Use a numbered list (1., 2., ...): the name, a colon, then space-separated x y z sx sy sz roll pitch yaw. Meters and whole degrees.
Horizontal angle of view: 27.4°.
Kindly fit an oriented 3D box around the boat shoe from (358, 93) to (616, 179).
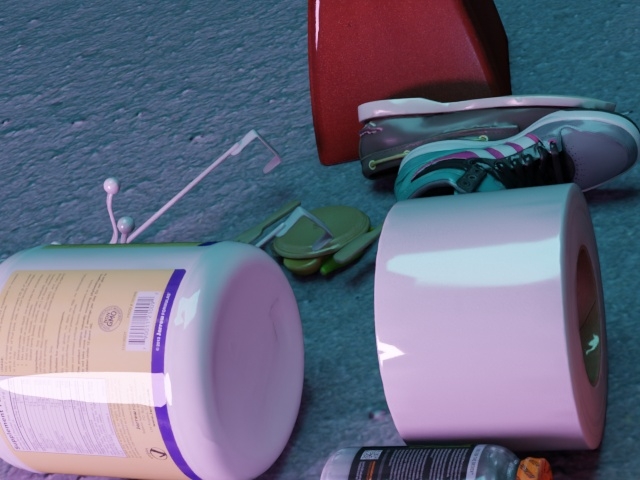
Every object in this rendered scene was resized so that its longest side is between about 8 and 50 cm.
1. boat shoe: 0.202 -0.127 1.627 0.324 0.097 0.116 0 -3 20

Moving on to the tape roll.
1. tape roll: 0.166 0.074 1.221 0.169 0.246 0.246 -5 36 21

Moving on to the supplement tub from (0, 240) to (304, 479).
1. supplement tub: -0.208 0.121 1.338 0.331 0.241 0.241 -1 37 25

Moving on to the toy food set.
1. toy food set: 0.000 0.000 1.604 0.192 0.039 0.132 10 36 44

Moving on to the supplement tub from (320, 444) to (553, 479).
1. supplement tub: 0.102 0.235 1.137 0.190 0.117 0.117 -5 36 21

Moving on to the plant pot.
1. plant pot: 0.104 -0.292 1.783 0.267 0.236 0.267 -11 34 13

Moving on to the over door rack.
1. over door rack: -0.176 -0.010 1.594 0.324 0.108 0.239 -30 35 0

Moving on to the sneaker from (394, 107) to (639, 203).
1. sneaker: 0.213 -0.057 1.491 0.295 0.124 0.178 -12 29 23
